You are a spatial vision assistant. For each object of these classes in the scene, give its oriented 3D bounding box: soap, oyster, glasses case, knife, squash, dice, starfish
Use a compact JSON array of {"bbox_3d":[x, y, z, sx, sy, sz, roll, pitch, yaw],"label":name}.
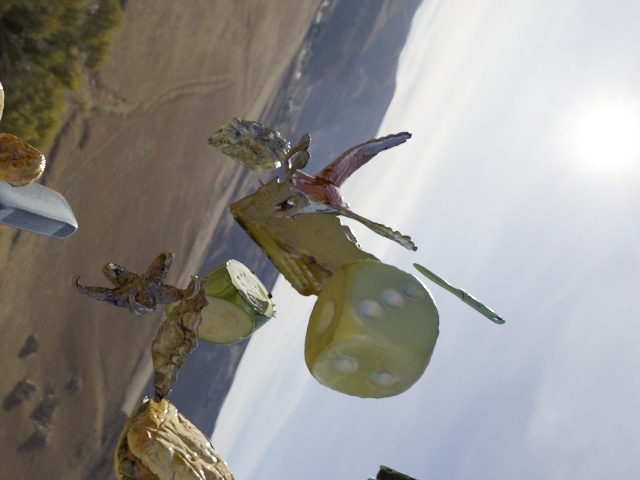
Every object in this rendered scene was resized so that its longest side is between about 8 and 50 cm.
[{"bbox_3d":[0.000,0.000,1.464,0.338,0.304,0.169,54,52,-40],"label":"soap"},{"bbox_3d":[-0.304,0.217,1.331,0.345,0.079,0.128,-62,-147,28],"label":"oyster"},{"bbox_3d":[-0.741,-0.090,1.588,0.074,0.131,0.323,-35,165,5],"label":"glasses case"},{"bbox_3d":[0.379,0.143,1.740,0.043,0.293,0.020,-36,156,-52],"label":"knife"},{"bbox_3d":[-0.256,0.182,1.510,0.260,0.189,0.189,-36,-169,12],"label":"squash"},{"bbox_3d":[0.081,0.146,1.036,0.169,0.169,0.166,125,-20,-44],"label":"dice"},{"bbox_3d":[-0.306,0.078,1.048,0.146,0.190,0.074,48,-44,42],"label":"starfish"},{"bbox_3d":[-0.162,-0.244,1.537,0.072,0.209,0.132,-28,-138,58],"label":"oyster"}]

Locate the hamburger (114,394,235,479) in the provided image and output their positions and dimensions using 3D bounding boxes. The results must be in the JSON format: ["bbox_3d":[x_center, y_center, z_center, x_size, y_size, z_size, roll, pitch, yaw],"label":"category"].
[{"bbox_3d":[-0.378,0.519,1.485,0.162,0.330,0.209,-49,162,13],"label":"hamburger"}]

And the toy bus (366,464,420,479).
[{"bbox_3d":[0.131,0.626,1.328,0.128,0.147,0.256,6,-131,45],"label":"toy bus"}]

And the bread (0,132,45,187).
[{"bbox_3d":[-0.524,-0.134,1.068,0.083,0.111,0.044,-62,-178,-40],"label":"bread"}]

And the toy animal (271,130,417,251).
[{"bbox_3d":[-0.006,-0.081,1.131,0.302,0.284,0.225,-18,-112,48],"label":"toy animal"}]

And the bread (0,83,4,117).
[{"bbox_3d":[-0.639,-0.208,1.008,0.268,0.146,0.268,-57,175,-7],"label":"bread"}]
